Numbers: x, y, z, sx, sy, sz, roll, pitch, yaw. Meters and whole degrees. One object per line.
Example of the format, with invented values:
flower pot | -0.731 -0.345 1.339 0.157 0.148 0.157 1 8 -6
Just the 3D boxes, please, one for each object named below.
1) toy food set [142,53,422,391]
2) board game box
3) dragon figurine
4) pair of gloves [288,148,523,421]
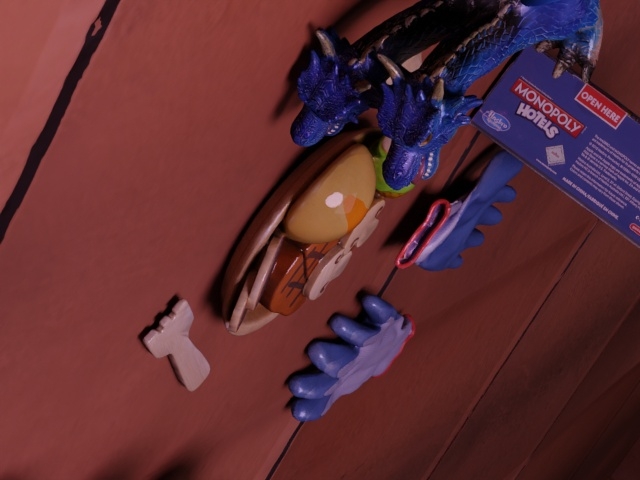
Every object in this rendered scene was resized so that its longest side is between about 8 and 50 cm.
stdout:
toy food set | 0.000 0.000 0.947 0.192 0.038 0.132 -49 165 -10
board game box | 0.186 -0.042 1.192 0.060 0.194 0.194 -54 179 10
dragon figurine | 0.100 -0.142 0.827 0.289 0.085 0.144 -55 165 15
pair of gloves | 0.053 0.026 1.195 0.198 0.023 0.159 -55 166 14
